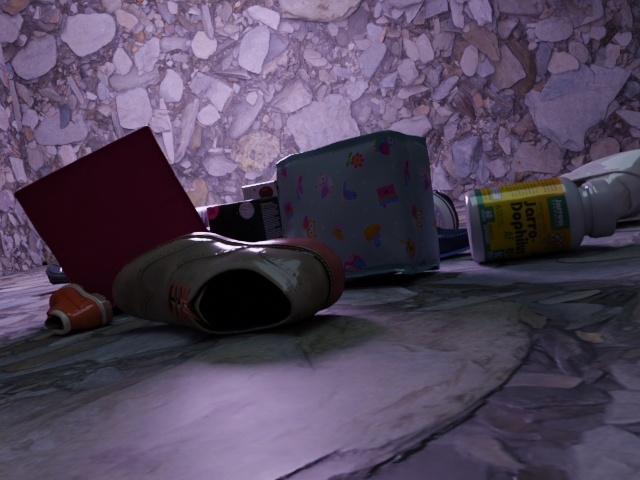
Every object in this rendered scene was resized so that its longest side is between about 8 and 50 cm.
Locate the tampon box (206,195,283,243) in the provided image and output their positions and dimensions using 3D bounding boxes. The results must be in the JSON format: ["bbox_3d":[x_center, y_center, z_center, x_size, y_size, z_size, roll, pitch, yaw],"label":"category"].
[{"bbox_3d":[-0.143,-0.001,1.227,0.120,0.161,0.101,-8,5,28],"label":"tampon box"}]

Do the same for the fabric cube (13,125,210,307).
[{"bbox_3d":[-0.371,-0.034,1.156,0.254,0.259,0.258,-29,9,-13],"label":"fabric cube"}]

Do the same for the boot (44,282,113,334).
[{"bbox_3d":[-0.407,0.111,0.966,0.158,0.059,0.085,5,19,43],"label":"boot"}]

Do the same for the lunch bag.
[{"bbox_3d":[0.043,-0.043,0.979,0.262,0.223,0.160,-8,-2,36],"label":"lunch bag"}]

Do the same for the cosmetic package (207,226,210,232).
[{"bbox_3d":[-0.355,0.041,1.453,0.160,0.113,0.309,-5,6,45],"label":"cosmetic package"}]

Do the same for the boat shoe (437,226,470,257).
[{"bbox_3d":[0.151,-0.005,1.124,0.258,0.089,0.109,-8,5,19],"label":"boat shoe"}]

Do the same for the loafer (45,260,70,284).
[{"bbox_3d":[-0.634,0.087,1.768,0.302,0.095,0.109,-18,39,-36],"label":"loafer"}]

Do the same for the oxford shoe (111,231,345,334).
[{"bbox_3d":[-0.151,0.057,0.770,0.348,0.123,0.130,-8,10,27],"label":"oxford shoe"}]

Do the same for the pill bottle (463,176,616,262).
[{"bbox_3d":[0.335,-0.035,0.943,0.208,0.117,0.117,-8,4,11],"label":"pill bottle"}]

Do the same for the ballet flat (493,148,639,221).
[{"bbox_3d":[0.500,-0.072,1.189,0.400,0.139,0.139,-12,3,29],"label":"ballet flat"}]

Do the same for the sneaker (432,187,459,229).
[{"bbox_3d":[0.252,-0.058,1.367,0.127,0.126,0.321,-16,4,-13],"label":"sneaker"}]

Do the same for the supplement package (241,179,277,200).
[{"bbox_3d":[-0.063,-0.058,1.490,0.149,0.194,0.203,-15,6,-43],"label":"supplement package"}]

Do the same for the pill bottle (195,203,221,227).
[{"bbox_3d":[-0.408,0.002,1.701,0.302,0.169,0.169,-9,4,-3],"label":"pill bottle"}]
